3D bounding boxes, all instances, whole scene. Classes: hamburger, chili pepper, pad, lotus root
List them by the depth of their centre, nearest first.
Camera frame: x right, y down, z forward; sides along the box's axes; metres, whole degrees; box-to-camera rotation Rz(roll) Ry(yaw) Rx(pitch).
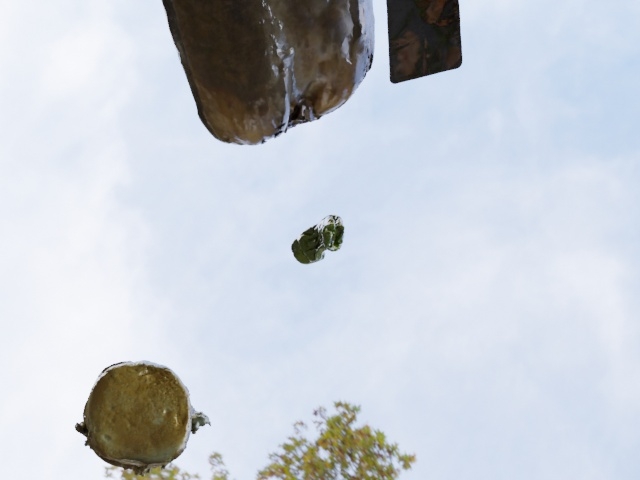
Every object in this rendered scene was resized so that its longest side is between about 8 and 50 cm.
[{"bbox_3d":[-0.025,-0.208,0.458,0.078,0.329,0.167,21,-130,36],"label":"lotus root"},{"bbox_3d":[0.001,-0.001,0.634,0.034,0.091,0.030,-29,-90,-23],"label":"chili pepper"},{"bbox_3d":[0.142,-0.302,1.073,0.112,0.003,0.157,-7,-101,32],"label":"pad"},{"bbox_3d":[-0.244,0.245,1.080,0.185,0.131,0.159,9,-114,-13],"label":"hamburger"}]
